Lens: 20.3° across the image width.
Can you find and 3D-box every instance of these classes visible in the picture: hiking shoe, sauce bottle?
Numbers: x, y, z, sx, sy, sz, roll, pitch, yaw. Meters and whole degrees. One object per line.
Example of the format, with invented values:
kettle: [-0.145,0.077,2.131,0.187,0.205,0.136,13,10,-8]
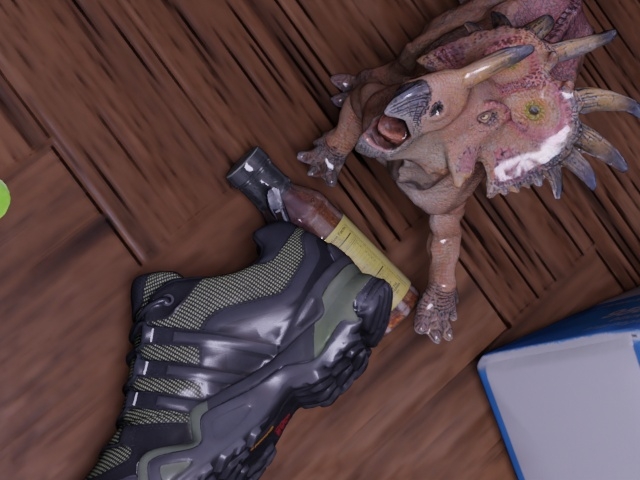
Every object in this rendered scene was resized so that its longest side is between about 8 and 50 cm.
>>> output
hiking shoe: [-0.071,0.077,0.941,0.227,0.086,0.114,-42,68,-15]
sauce bottle: [0.000,0.000,1.005,0.128,0.042,0.042,45,64,-9]

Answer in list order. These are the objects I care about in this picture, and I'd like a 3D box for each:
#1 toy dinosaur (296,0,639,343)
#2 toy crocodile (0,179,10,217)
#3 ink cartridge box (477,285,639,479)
toy dinosaur: [0.094,-0.086,0.960,0.127,0.200,0.295,35,43,-9]
toy crocodile: [-0.311,-0.048,0.815,0.341,0.115,0.105,10,80,-25]
ink cartridge box: [0.331,0.129,1.067,0.395,0.166,0.285,-21,90,-30]
